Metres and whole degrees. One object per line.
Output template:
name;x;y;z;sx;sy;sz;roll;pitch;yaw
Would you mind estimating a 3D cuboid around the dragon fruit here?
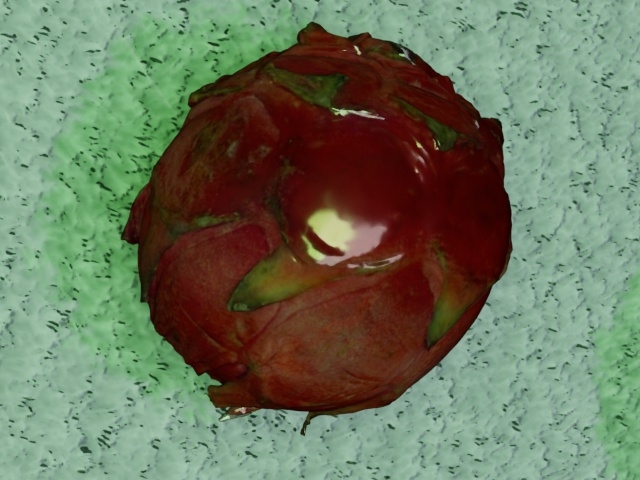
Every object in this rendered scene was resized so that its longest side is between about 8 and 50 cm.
dragon fruit;0.002;-0.009;0.963;0.252;0.241;0.241;-28;104;-11
